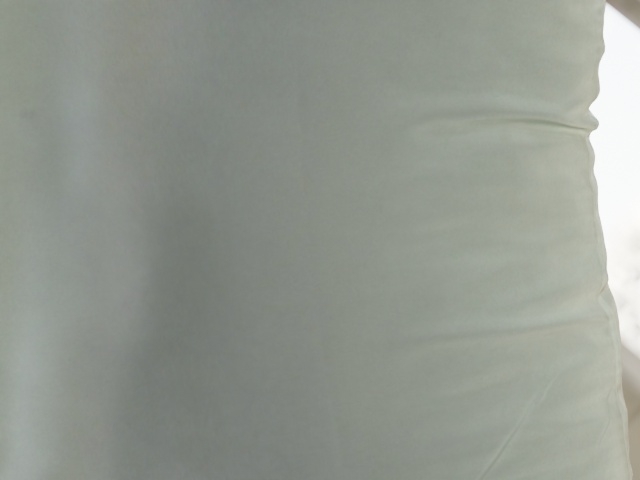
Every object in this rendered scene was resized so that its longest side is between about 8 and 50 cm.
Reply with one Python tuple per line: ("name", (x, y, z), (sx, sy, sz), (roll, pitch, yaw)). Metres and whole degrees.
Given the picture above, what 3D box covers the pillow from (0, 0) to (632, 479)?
("pillow", (0.001, 0.001, 0.348), (0.078, 0.144, 0.254), (-95, 0, -82))
